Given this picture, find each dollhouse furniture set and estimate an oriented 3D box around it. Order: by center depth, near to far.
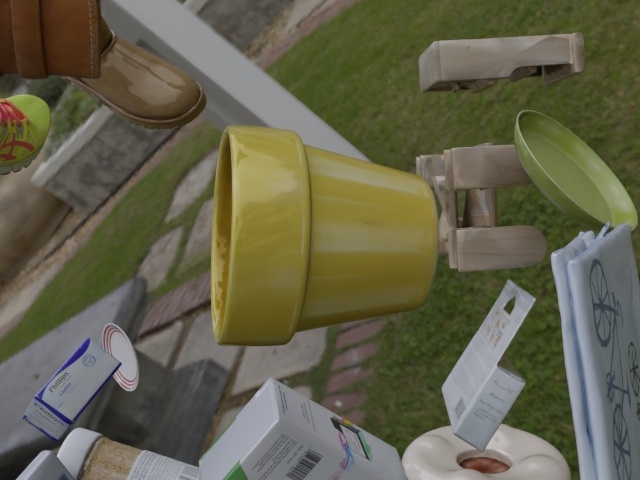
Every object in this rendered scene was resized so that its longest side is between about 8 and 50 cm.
[{"bbox_3d":[0.326,-0.153,1.441,0.362,0.256,0.394,-125,31,-86],"label":"dollhouse furniture set"}]

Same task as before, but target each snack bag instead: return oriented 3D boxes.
[{"bbox_3d":[0.333,0.143,0.907,0.037,0.323,0.342,-8,5,30],"label":"snack bag"}]

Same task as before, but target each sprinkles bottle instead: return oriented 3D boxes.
[{"bbox_3d":[-0.290,0.442,1.415,0.121,0.355,0.121,17,-90,-86],"label":"sprinkles bottle"}]

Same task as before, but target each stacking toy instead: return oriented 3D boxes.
[{"bbox_3d":[0.353,0.669,1.727,0.350,0.351,0.480,-156,62,-65],"label":"stacking toy"}]

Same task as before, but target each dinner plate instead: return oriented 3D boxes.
[{"bbox_3d":[-0.392,0.230,1.584,0.017,0.141,0.141,-18,-2,-40],"label":"dinner plate"}]

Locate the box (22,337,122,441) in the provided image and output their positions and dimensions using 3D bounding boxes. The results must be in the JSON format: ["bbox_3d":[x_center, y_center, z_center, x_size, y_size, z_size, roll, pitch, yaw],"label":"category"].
[{"bbox_3d":[-0.399,0.242,1.285,0.126,0.072,0.137,-54,6,-37],"label":"box"}]

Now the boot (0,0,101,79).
[{"bbox_3d":[-0.182,-0.091,0.377,0.073,0.152,0.197,-111,34,-55],"label":"boot"}]

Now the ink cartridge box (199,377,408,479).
[{"bbox_3d":[-0.025,0.381,1.286,0.201,0.278,0.117,-50,23,14],"label":"ink cartridge box"}]

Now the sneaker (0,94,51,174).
[{"bbox_3d":[-0.353,-0.120,0.844,0.094,0.081,0.208,-52,-1,34],"label":"sneaker"}]

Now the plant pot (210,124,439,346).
[{"bbox_3d":[0.000,0.000,0.935,0.254,0.239,0.254,-177,90,-78],"label":"plant pot"}]

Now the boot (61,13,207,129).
[{"bbox_3d":[-0.268,-0.254,0.920,0.269,0.236,0.089,76,-143,-63],"label":"boot"}]

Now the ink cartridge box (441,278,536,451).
[{"bbox_3d":[0.289,0.192,1.312,0.239,0.060,0.275,-59,-2,6],"label":"ink cartridge box"}]

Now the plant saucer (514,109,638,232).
[{"bbox_3d":[0.375,-0.097,1.200,0.037,0.241,0.241,-49,23,33],"label":"plant saucer"}]

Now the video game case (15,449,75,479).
[{"bbox_3d":[-0.443,0.562,1.279,0.036,0.329,0.300,-11,27,35],"label":"video game case"}]
